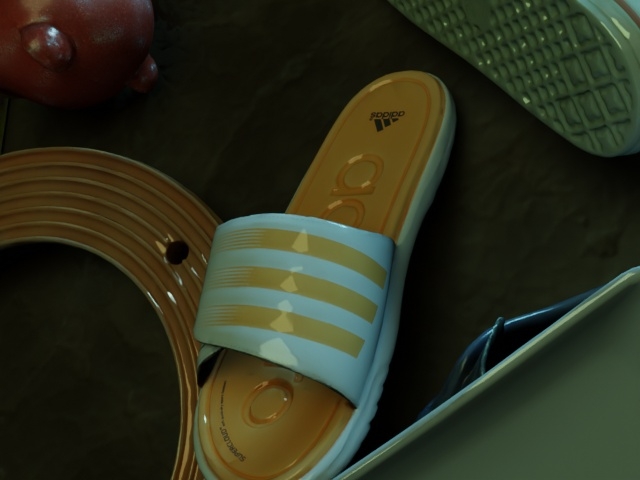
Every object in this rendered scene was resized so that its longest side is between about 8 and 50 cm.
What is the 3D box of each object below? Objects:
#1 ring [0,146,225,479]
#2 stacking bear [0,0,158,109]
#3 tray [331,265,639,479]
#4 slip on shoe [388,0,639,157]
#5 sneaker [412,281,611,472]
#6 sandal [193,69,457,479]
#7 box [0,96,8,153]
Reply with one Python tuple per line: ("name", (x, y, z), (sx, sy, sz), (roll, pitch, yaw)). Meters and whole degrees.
("ring", (-0.170, 0.109, 0.729), (0.337, 0.032, 0.336), (-7, 71, 22))
("stacking bear", (-0.202, -0.204, 0.807), (0.164, 0.175, 0.289), (-38, 69, 18))
("tray", (0.128, 0.137, 0.477), (0.145, 0.270, 0.030), (-37, 22, 9))
("slip on shoe", (0.094, -0.169, 0.676), (0.101, 0.123, 0.331), (-25, 51, -20))
("sneaker", (0.065, 0.113, 0.551), (0.350, 0.148, 0.131), (-39, 59, 9))
("sandal", (-0.009, 0.000, 0.634), (0.102, 0.076, 0.265), (-3, 52, 33))
("box", (-0.248, -0.064, 0.845), (0.081, 0.028, 0.136), (-6, 71, 25))
